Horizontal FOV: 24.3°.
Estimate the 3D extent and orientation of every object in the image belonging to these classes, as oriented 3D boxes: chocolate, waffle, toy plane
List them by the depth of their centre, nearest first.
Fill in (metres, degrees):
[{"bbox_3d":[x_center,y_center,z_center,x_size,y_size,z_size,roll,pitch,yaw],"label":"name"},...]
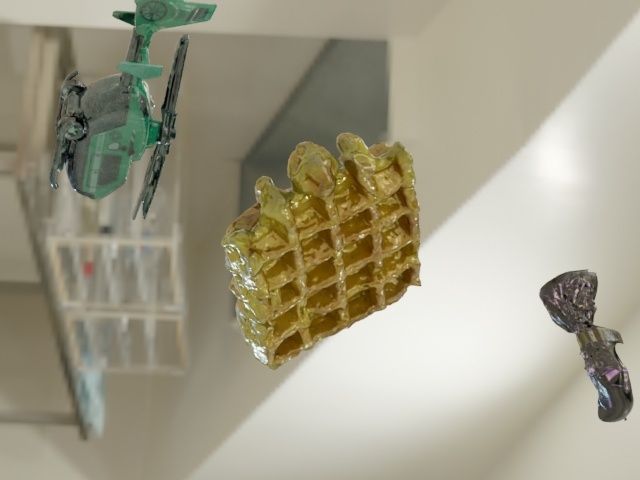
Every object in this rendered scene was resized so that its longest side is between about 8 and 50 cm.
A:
[{"bbox_3d":[-0.149,-0.099,1.126,0.235,0.096,0.060,113,-19,-46],"label":"toy plane"},{"bbox_3d":[0.000,0.000,1.171,0.055,0.160,0.211,53,-15,31],"label":"waffle"},{"bbox_3d":[0.268,0.101,1.441,0.147,0.070,0.072,62,11,22],"label":"chocolate"}]
